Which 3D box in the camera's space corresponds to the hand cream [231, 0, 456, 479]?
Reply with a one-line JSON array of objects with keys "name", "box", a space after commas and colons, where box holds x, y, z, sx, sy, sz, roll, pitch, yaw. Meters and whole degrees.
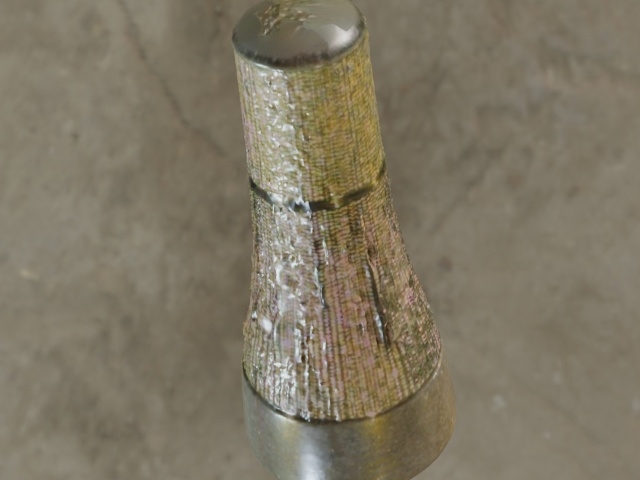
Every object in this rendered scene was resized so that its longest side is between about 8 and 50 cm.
[{"name": "hand cream", "box": [0.000, 0.000, 0.632, 0.084, 0.084, 0.203, -4, 130, 7]}]
